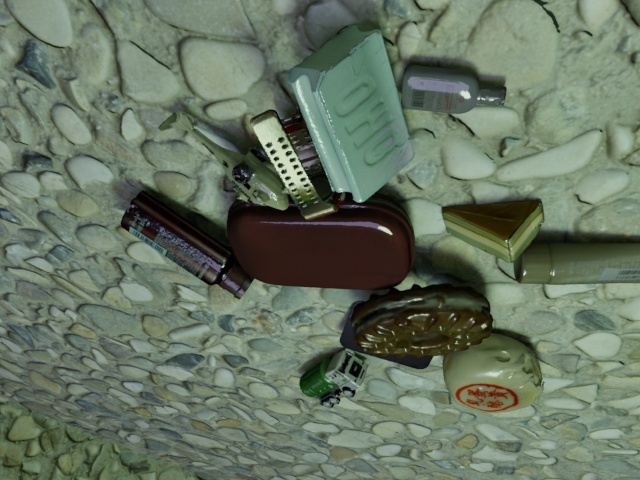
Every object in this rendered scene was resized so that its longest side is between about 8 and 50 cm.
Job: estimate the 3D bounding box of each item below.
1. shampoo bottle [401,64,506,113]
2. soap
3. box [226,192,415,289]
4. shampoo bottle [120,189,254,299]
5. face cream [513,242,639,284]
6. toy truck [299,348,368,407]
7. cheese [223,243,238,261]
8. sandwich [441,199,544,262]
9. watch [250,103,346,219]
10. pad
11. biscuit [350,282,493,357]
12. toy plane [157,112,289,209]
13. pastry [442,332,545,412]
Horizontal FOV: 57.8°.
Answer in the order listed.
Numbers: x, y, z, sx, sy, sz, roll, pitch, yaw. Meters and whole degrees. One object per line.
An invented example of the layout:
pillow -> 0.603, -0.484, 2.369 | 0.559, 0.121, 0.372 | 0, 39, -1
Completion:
shampoo bottle -> 0.217, -0.243, 0.946 | 0.165, 0.040, 0.080 | 7, 138, 9
soap -> 0.058, -0.204, 0.949 | 0.094, 0.150, 0.261 | 28, 155, 40
box -> 0.000, 0.000, 1.244 | 0.404, 0.108, 0.263 | 3, 138, 14
shampoo bottle -> -0.300, 0.017, 1.342 | 0.323, 0.084, 0.129 | 34, 135, -6
face cream -> 0.565, 0.047, 1.148 | 0.342, 0.084, 0.137 | 0, 140, 6
toy truck -> 0.034, 0.408, 1.715 | 0.125, 0.101, 0.242 | 37, 139, -7
cheese -> -0.185, 0.053, 1.418 | 0.191, 0.042, 0.105 | 13, 141, 1
sandwich -> 0.342, -0.043, 1.155 | 0.163, 0.113, 0.079 | 30, 156, 42
watch -> -0.041, -0.153, 1.034 | 0.102, 0.164, 0.268 | -18, 131, 14
pad -> 0.169, 0.301, 1.578 | 0.250, 0.055, 0.323 | 17, 140, -1
biscuit -> 0.230, 0.191, 1.328 | 0.332, 0.103, 0.332 | -3, 154, -2
toy plane -> -0.176, -0.153, 1.122 | 0.286, 0.092, 0.108 | 40, 137, -11
pastry -> 0.439, 0.343, 1.484 | 0.265, 0.133, 0.264 | 6, 138, 5
